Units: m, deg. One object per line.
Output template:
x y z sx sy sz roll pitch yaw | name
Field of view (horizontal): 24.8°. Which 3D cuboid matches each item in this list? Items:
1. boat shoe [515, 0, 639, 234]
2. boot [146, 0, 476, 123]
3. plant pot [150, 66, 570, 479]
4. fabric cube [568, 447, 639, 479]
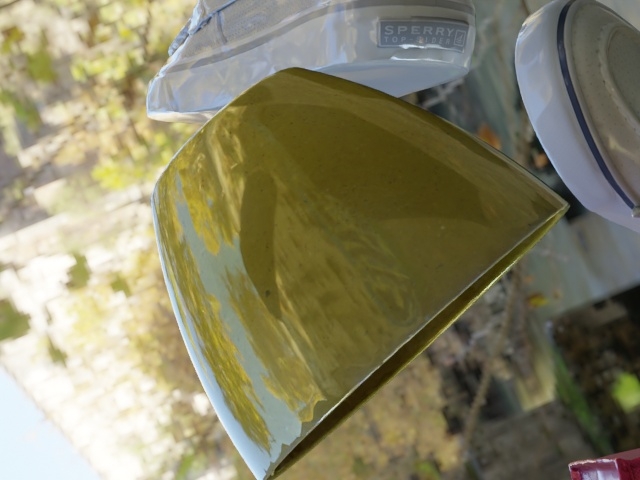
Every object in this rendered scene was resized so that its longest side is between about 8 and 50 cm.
0.287 -0.041 0.958 0.367 0.156 0.136 43 -128 -28 | boat shoe
-0.010 -0.123 0.678 0.258 0.095 0.123 -7 83 61 | boot
0.000 0.000 0.479 0.095 0.134 0.134 47 175 8 | plant pot
0.313 0.234 0.880 0.254 0.258 0.259 73 -174 -81 | fabric cube
